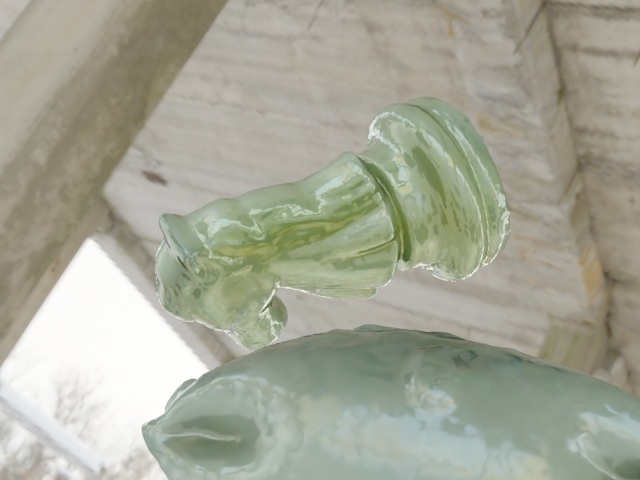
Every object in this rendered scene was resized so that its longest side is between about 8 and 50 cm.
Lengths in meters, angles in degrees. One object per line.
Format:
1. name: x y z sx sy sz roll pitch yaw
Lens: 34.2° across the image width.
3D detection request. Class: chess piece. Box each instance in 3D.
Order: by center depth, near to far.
1. chess piece: 0.000 0.000 0.902 0.175 0.298 0.175 55 -21 33

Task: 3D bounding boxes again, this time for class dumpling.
1. dumpling: 0.046 0.081 0.399 0.217 0.149 0.104 0 -78 22
